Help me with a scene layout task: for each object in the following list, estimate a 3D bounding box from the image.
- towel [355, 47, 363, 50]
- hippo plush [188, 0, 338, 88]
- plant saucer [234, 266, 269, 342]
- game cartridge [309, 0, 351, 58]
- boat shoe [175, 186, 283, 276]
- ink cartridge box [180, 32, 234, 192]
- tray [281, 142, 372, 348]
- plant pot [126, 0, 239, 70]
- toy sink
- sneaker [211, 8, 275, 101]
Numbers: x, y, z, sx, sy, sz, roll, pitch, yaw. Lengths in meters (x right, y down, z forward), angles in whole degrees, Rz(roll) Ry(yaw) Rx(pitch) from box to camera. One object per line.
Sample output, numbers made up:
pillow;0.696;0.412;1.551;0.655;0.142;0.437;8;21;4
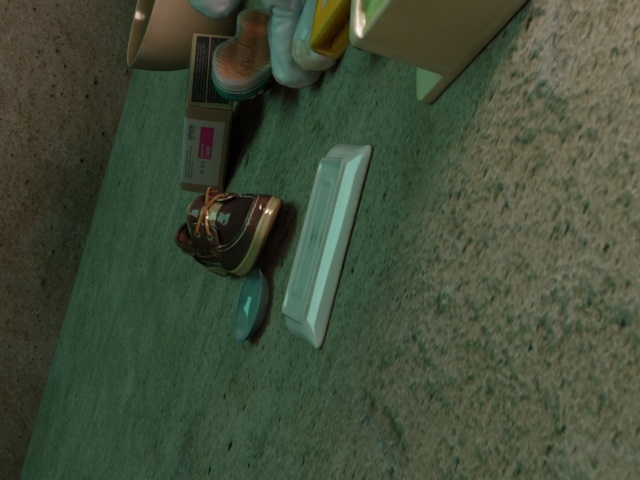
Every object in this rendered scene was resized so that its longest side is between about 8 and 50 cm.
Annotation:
towel;0.119;-0.462;1.460;0.271;0.040;0.370;140;140;-59
hippo plush;-0.082;-0.373;1.662;0.294;0.236;0.234;132;147;-54
plant saucer;-0.103;0.100;1.718;0.119;0.021;0.119;-166;90;-71
game cartridge;0.074;-0.438;1.435;0.285;0.052;0.324;136;145;-57
boat shoe;-0.160;-0.019;1.782;0.123;0.123;0.342;-67;14;-13
ink cartridge box;-0.209;-0.234;2.082;0.235;0.088;0.193;104;170;-51
tray;0.000;0.000;1.483;0.145;0.030;0.271;-163;88;-70
plant pot;-0.281;-0.482;2.385;0.284;0.190;0.284;-166;90;-72
toy sink;0.113;-0.279;1.201;0.234;0.131;0.153;134;145;-57
sneaker;-0.119;-0.286;1.897;0.302;0.108;0.121;-74;-6;-58
